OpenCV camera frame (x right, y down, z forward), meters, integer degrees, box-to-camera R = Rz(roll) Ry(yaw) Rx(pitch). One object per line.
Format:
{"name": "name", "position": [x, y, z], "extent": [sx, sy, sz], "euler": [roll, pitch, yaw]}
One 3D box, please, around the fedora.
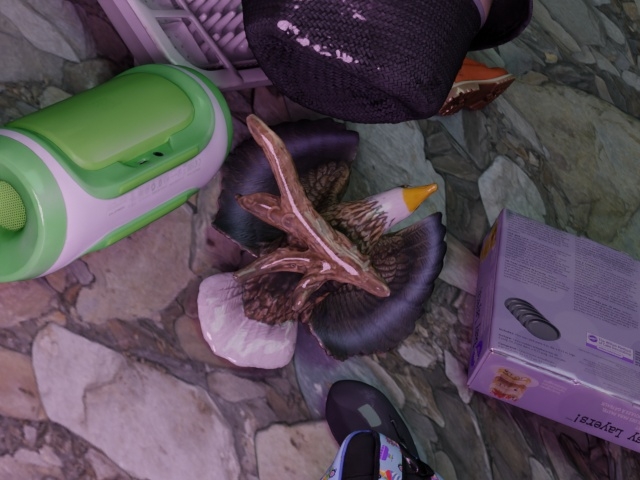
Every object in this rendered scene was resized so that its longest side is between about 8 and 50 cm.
{"name": "fedora", "position": [0.035, -0.209, 1.699], "extent": [0.334, 0.334, 0.153], "euler": [25, 71, -35]}

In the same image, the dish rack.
{"name": "dish rack", "position": [-0.129, -0.262, 1.803], "extent": [0.285, 0.072, 0.333], "euler": [56, 33, 11]}

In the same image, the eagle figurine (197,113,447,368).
{"name": "eagle figurine", "position": [0.011, -0.002, 1.646], "extent": [0.298, 0.225, 0.226], "euler": [-63, 157, -86]}

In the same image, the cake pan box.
{"name": "cake pan box", "position": [0.292, 0.100, 1.878], "extent": [0.266, 0.070, 0.246], "euler": [20, 40, -8]}

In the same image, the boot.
{"name": "boot", "position": [0.172, -0.201, 2.128], "extent": [0.158, 0.059, 0.085], "euler": [-10, 60, -53]}

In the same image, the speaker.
{"name": "speaker", "position": [-0.189, -0.062, 1.474], "extent": [0.131, 0.131, 0.296], "euler": [52, 32, 3]}

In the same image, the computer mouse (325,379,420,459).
{"name": "computer mouse", "position": [0.091, 0.221, 1.607], "extent": [0.242, 0.041, 0.071], "euler": [50, 31, -1]}

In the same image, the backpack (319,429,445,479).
{"name": "backpack", "position": [0.043, 0.250, 1.446], "extent": [0.158, 0.117, 0.173], "euler": [35, 36, -23]}
